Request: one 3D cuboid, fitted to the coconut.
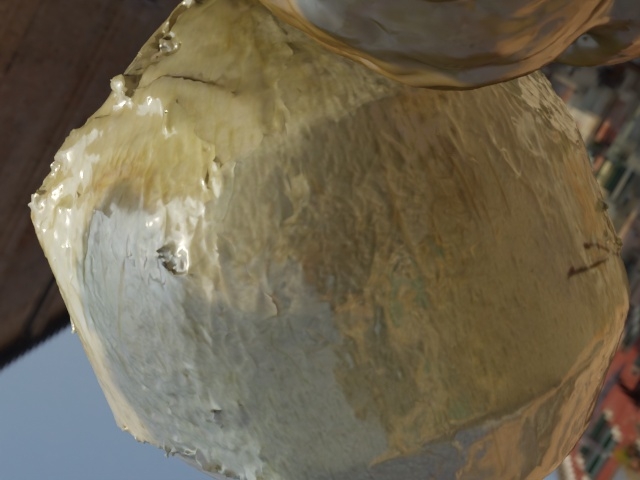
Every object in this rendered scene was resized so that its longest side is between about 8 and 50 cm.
[{"bbox_3d":[0.000,0.000,0.864,0.346,0.346,0.360,-67,-45,-81],"label":"coconut"}]

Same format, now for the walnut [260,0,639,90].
[{"bbox_3d":[0.057,-0.177,0.554,0.257,0.224,0.257,50,172,10],"label":"walnut"}]
